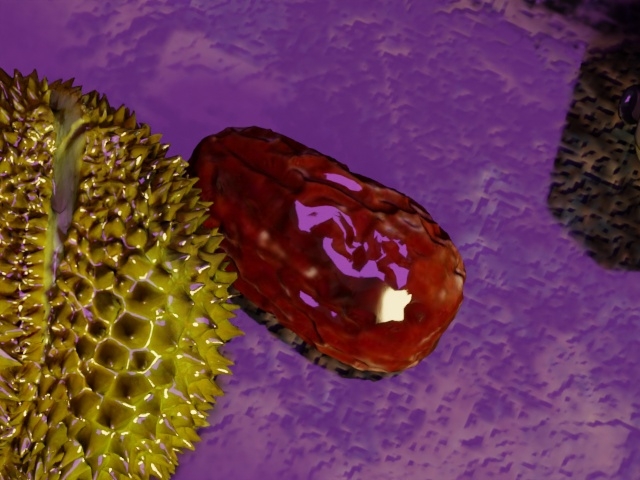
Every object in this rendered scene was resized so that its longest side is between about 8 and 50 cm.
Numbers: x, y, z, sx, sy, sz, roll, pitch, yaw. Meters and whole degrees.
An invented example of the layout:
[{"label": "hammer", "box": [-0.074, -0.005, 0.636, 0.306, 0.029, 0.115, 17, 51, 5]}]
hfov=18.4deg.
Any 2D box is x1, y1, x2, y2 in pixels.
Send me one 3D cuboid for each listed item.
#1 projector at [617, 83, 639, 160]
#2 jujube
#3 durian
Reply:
[{"label": "projector", "box": [0.237, -0.137, 0.800, 0.193, 0.088, 0.270, 13, 100, -43]}, {"label": "jujube", "box": [0.000, 0.000, 0.816, 0.129, 0.077, 0.077, 36, 82, 6]}, {"label": "durian", "box": [-0.110, 0.029, 0.773, 0.159, 0.146, 0.198, -24, 98, -8]}]
